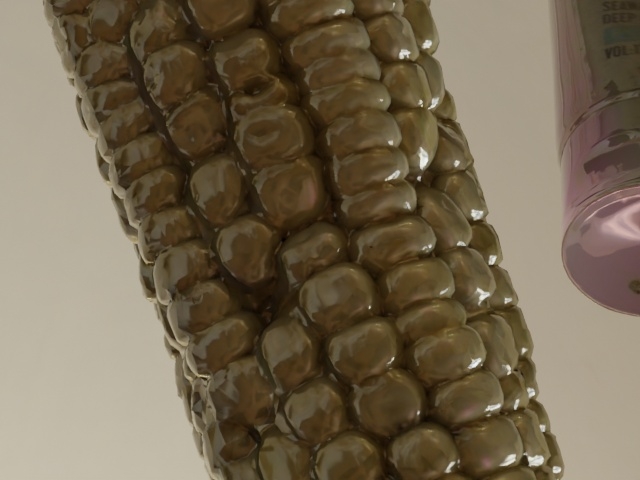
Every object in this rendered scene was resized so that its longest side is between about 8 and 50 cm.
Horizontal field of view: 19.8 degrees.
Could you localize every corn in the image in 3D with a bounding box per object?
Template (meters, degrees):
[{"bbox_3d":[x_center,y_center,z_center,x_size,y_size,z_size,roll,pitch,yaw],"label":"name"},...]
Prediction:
[{"bbox_3d":[0.000,0.000,0.396,0.087,0.087,0.211,-19,-101,4],"label":"corn"}]

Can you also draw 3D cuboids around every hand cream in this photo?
[{"bbox_3d":[0.140,-0.103,0.766,0.111,0.312,0.070,5,-45,3],"label":"hand cream"}]
